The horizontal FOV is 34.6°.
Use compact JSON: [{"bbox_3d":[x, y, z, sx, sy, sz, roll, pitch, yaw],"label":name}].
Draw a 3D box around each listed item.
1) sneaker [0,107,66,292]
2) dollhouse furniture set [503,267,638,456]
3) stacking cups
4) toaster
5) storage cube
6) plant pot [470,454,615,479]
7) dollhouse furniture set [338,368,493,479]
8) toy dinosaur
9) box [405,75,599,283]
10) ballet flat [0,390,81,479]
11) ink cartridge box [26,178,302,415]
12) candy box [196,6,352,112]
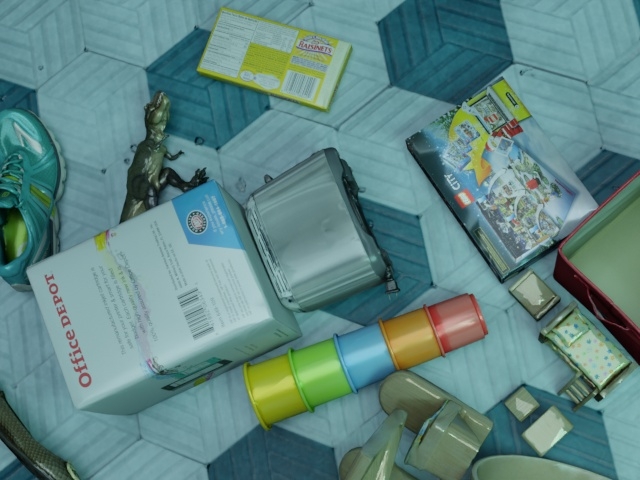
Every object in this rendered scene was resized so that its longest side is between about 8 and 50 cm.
[{"bbox_3d":[-0.426,-0.065,1.460,0.107,0.110,0.275,-11,76,8],"label":"sneaker"},{"bbox_3d":[0.271,0.148,1.289,0.161,0.101,0.182,-43,74,-1],"label":"dollhouse furniture set"},{"bbox_3d":[0.063,0.157,1.337,0.316,0.096,0.096,-18,75,3],"label":"stacking cups"},{"bbox_3d":[0.000,0.000,1.361,0.146,0.129,0.227,-25,77,8],"label":"toaster"},{"bbox_3d":[0.410,0.030,1.242,0.215,0.193,0.183,-43,74,0],"label":"storage cube"},{"bbox_3d":[0.264,0.425,1.175,0.256,0.256,0.274,16,98,13],"label":"plant pot"},{"bbox_3d":[-0.035,0.350,1.183,0.256,0.362,0.394,31,115,13],"label":"dollhouse furniture set"},{"bbox_3d":[-0.235,-0.073,1.455,0.118,0.064,0.268,18,84,20],"label":"toy dinosaur"},{"bbox_3d":[0.243,-0.082,1.374,0.159,0.044,0.233,-33,74,2],"label":"box"},{"bbox_3d":[-0.403,0.268,1.408,0.250,0.084,0.058,36,62,19],"label":"ballet flat"},{"bbox_3d":[-0.198,0.083,1.340,0.270,0.197,0.198,-25,75,4],"label":"ink cartridge box"},{"bbox_3d":[-0.067,-0.261,1.479,0.206,0.027,0.105,19,79,13],"label":"candy box"}]
